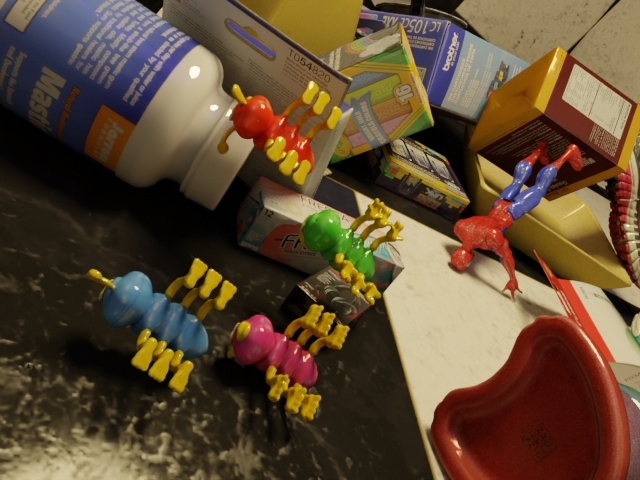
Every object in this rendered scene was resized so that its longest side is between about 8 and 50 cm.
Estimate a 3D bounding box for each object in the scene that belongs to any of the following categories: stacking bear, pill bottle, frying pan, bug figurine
[{"bbox_3d":[0.276,0.212,0.619,0.289,0.175,0.164,26,27,-35],"label":"stacking bear"},{"bbox_3d":[-0.189,-0.145,0.619,0.272,0.152,0.152,33,28,-8],"label":"pill bottle"},{"bbox_3d":[0.220,-0.446,1.311,0.197,0.053,0.326,11,10,-13],"label":"frying pan"},{"bbox_3d":[-0.046,0.014,0.536,0.216,0.072,0.279,44,57,-25],"label":"bug figurine"}]

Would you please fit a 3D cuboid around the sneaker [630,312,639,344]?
[{"bbox_3d":[0.639,0.226,1.101,0.275,0.107,0.110,32,47,0],"label":"sneaker"}]

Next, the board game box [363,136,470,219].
[{"bbox_3d":[0.154,-0.119,1.090,0.170,0.048,0.141,23,33,-26],"label":"board game box"}]

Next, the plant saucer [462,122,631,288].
[{"bbox_3d":[0.398,-0.057,1.243,0.333,0.081,0.333,33,28,-10],"label":"plant saucer"}]

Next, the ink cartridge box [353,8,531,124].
[{"bbox_3d":[0.205,-0.335,1.277,0.396,0.151,0.270,3,17,-44],"label":"ink cartridge box"}]

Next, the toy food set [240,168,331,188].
[{"bbox_3d":[-0.058,-0.121,0.855,0.132,0.038,0.192,42,28,10],"label":"toy food set"}]

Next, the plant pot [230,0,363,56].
[{"bbox_3d":[-0.055,-0.389,1.111,0.212,0.187,0.212,7,40,-45],"label":"plant pot"}]

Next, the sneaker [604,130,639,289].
[{"bbox_3d":[0.585,-0.048,1.171,0.121,0.112,0.299,-68,147,-67],"label":"sneaker"}]

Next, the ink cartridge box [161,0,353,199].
[{"bbox_3d":[-0.076,-0.159,0.690,0.223,0.224,0.045,37,55,6],"label":"ink cartridge box"}]

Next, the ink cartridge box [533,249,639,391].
[{"bbox_3d":[0.408,0.120,0.945,0.224,0.056,0.181,46,21,-29],"label":"ink cartridge box"}]

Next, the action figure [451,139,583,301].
[{"bbox_3d":[0.300,-0.023,1.006,0.280,0.139,0.091,-39,34,-25],"label":"action figure"}]

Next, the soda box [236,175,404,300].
[{"bbox_3d":[0.000,0.000,0.716,0.183,0.058,0.063,23,31,-24],"label":"soda box"}]

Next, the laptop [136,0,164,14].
[{"bbox_3d":[-0.389,-0.498,0.891,0.382,0.236,0.407,-74,148,-46],"label":"laptop"}]

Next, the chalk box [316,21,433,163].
[{"bbox_3d":[0.044,-0.210,0.973,0.132,0.213,0.132,-82,149,-57],"label":"chalk box"}]

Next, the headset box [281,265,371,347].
[{"bbox_3d":[0.010,0.063,0.658,0.062,0.032,0.083,44,30,13],"label":"headset box"}]

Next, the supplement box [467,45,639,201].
[{"bbox_3d":[0.401,-0.190,1.123,0.194,0.191,0.129,31,70,-11],"label":"supplement box"}]
